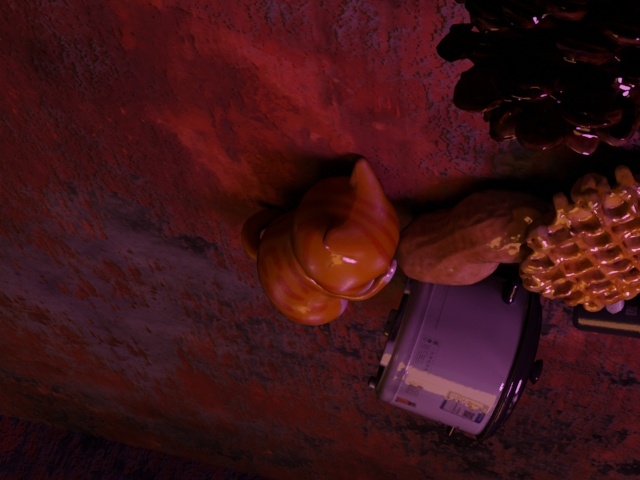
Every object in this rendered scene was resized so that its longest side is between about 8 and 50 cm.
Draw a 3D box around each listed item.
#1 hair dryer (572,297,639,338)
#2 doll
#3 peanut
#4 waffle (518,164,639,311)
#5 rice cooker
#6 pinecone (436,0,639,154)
[{"bbox_3d":[0.393,0.065,1.594,0.100,0.057,0.198,6,146,21],"label":"hair dryer"},{"bbox_3d":[0.010,0.009,1.564,0.162,0.167,0.269,23,153,-21],"label":"doll"},{"bbox_3d":[0.197,-0.005,1.487,0.117,0.101,0.263,15,157,-28],"label":"peanut"},{"bbox_3d":[0.355,0.003,1.361,0.249,0.056,0.253,-3,144,-4],"label":"waffle"},{"bbox_3d":[0.205,0.151,1.660,0.227,0.241,0.281,19,118,2],"label":"rice cooker"},{"bbox_3d":[0.207,-0.188,0.956,0.221,0.221,0.221,13,156,6],"label":"pinecone"}]
